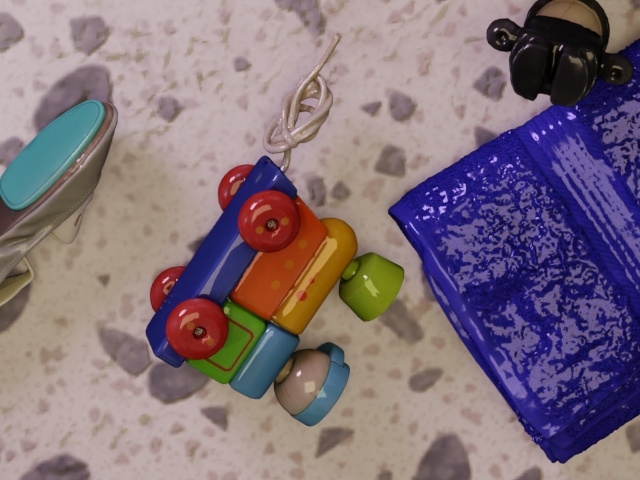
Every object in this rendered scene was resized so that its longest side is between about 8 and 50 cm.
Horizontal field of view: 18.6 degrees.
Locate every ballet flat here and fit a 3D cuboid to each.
[{"bbox_3d":[-0.208,-0.009,1.349,0.213,0.072,0.068,-42,126,4],"label":"ballet flat"}]

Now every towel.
[{"bbox_3d":[0.231,-0.010,1.365,0.308,0.076,0.228,-34,100,2],"label":"towel"}]

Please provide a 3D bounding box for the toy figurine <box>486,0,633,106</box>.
[{"bbox_3d":[0.178,-0.213,1.274,0.209,0.148,0.213,-31,99,21],"label":"toy figurine"}]

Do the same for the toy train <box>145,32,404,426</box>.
[{"bbox_3d":[0.000,0.000,1.344,0.143,0.105,0.248,33,95,-18],"label":"toy train"}]
